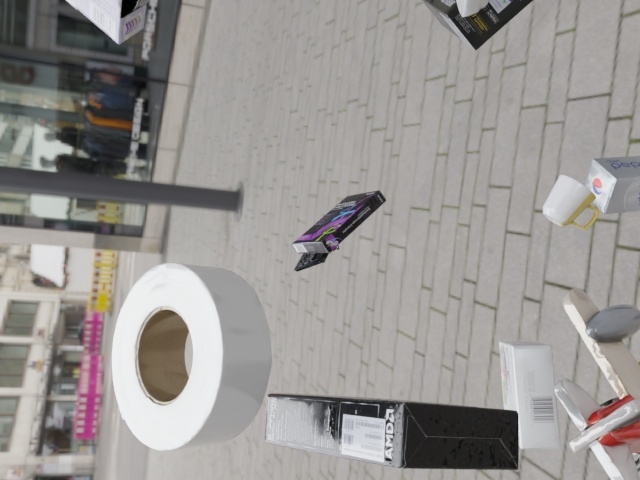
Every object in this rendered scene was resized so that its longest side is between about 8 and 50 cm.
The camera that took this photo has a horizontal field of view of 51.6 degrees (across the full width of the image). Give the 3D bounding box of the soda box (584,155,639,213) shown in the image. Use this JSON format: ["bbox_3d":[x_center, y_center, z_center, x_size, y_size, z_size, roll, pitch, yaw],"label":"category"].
[{"bbox_3d":[0.740,-0.129,1.460,0.098,0.286,0.091,-109,19,-53],"label":"soda box"}]

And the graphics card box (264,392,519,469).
[{"bbox_3d":[0.098,0.299,1.055,0.371,0.233,0.094,-17,64,54],"label":"graphics card box"}]

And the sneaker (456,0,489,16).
[{"bbox_3d":[0.244,-0.396,0.780,0.292,0.169,0.108,78,-179,-61],"label":"sneaker"}]

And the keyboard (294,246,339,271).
[{"bbox_3d":[0.000,0.000,1.428,0.038,0.100,0.192,63,-159,-17],"label":"keyboard"}]

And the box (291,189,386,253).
[{"bbox_3d":[0.034,-0.034,1.240,0.029,0.162,0.116,57,153,-16],"label":"box"}]

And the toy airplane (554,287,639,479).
[{"bbox_3d":[0.584,0.284,1.134,0.272,0.386,0.384,-40,11,23],"label":"toy airplane"}]

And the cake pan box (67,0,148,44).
[{"bbox_3d":[-0.377,-0.474,1.034,0.070,0.267,0.246,-48,-3,-28],"label":"cake pan box"}]

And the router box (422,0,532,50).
[{"bbox_3d":[0.304,-0.461,1.130,0.243,0.081,0.309,-40,20,16],"label":"router box"}]

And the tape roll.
[{"bbox_3d":[-0.209,0.179,1.036,0.286,0.100,0.286,-7,79,40],"label":"tape roll"}]

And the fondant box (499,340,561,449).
[{"bbox_3d":[0.523,0.379,1.679,0.330,0.096,0.238,39,-132,-79],"label":"fondant box"}]

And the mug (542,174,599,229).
[{"bbox_3d":[0.377,-0.052,1.000,0.078,0.062,0.064,38,94,25],"label":"mug"}]
